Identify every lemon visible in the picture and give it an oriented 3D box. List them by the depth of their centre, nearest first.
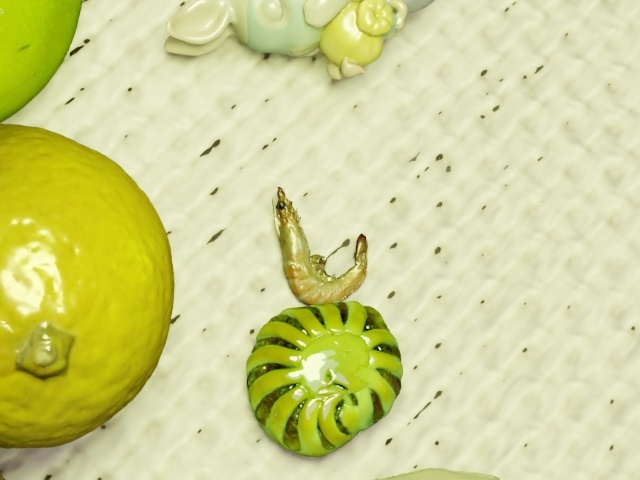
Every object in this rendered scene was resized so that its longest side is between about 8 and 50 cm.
[{"bbox_3d":[-0.235,0.034,1.186,0.267,0.267,0.267,3,78,-12],"label":"lemon"}]

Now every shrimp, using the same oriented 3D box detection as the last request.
[{"bbox_3d":[0.000,0.000,1.370,0.083,0.023,0.114,-20,89,-19],"label":"shrimp"}]

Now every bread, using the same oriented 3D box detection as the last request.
[{"bbox_3d":[0.005,0.113,1.322,0.139,0.071,0.130,-14,77,-15],"label":"bread"}]

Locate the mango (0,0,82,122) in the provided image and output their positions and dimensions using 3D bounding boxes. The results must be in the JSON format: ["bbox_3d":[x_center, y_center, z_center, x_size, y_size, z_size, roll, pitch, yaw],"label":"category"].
[{"bbox_3d":[-0.286,-0.244,1.287,0.192,0.156,0.343,17,71,-18],"label":"mango"}]

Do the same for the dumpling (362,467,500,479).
[{"bbox_3d":[0.162,0.335,1.272,0.395,0.233,0.315,39,40,12],"label":"dumpling"}]

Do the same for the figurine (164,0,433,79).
[{"bbox_3d":[-0.012,-0.210,1.365,0.235,0.127,0.155,-43,100,-12],"label":"figurine"}]

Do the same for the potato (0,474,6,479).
[{"bbox_3d":[-0.446,0.222,1.053,0.385,0.319,0.442,-31,115,-34],"label":"potato"}]
